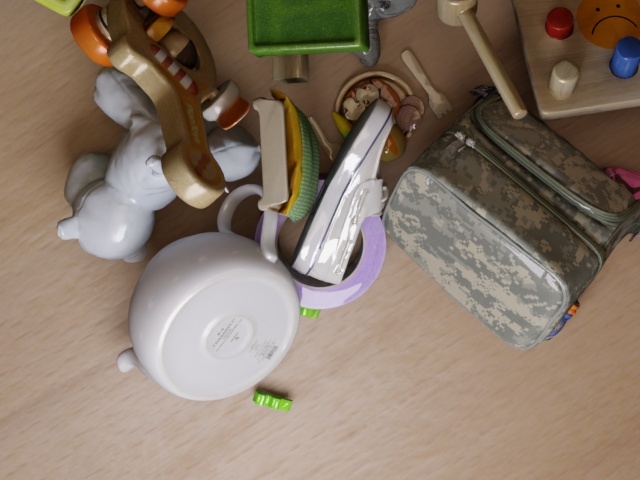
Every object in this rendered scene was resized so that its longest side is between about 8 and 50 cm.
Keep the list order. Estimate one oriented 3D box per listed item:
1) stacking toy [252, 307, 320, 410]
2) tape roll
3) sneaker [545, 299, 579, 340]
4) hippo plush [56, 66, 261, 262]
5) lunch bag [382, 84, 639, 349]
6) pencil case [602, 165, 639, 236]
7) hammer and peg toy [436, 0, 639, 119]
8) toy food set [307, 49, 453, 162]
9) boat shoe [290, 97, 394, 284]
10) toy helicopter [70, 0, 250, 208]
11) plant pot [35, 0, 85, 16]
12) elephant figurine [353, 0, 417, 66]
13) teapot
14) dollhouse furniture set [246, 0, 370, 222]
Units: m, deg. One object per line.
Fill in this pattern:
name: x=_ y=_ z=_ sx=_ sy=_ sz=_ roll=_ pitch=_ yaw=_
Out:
stacking toy: x=-0.125 y=0.141 z=1.944 sx=0.221 sy=0.052 sz=0.167 roll=18 pitch=98 yaw=-7
tape roll: x=0.000 y=0.000 z=1.907 sx=0.189 sy=0.080 sz=0.189 roll=0 pitch=100 yaw=1
sneaker: x=0.267 y=0.086 z=1.938 sx=0.221 sy=0.083 sz=0.087 roll=22 pitch=104 yaw=-2
hippo plush: x=-0.230 y=-0.077 z=1.831 sx=0.234 sy=0.294 sz=0.236 roll=16 pitch=120 yaw=-36
lunch bag: x=0.272 y=-0.048 z=1.822 sx=0.305 sy=0.212 sz=0.256 roll=40 pitch=58 yaw=13
pencil case: x=0.500 y=-0.049 z=1.925 sx=0.209 sy=0.095 sz=0.098 roll=11 pitch=128 yaw=-5
hammer and peg toy: x=0.349 y=-0.285 z=1.826 sx=0.361 sy=0.127 sz=0.265 roll=-10 pitch=70 yaw=-2
toy food set: x=0.085 y=-0.181 z=1.913 sx=0.192 sy=0.038 sz=0.132 roll=-36 pitch=98 yaw=2
boat shoe: x=0.050 y=-0.062 z=1.810 sx=0.088 sy=0.096 sz=0.267 roll=24 pitch=100 yaw=-8
toy helicopter: x=-0.173 y=-0.176 z=1.673 sx=0.140 sy=0.355 sz=0.235 roll=-35 pitch=139 yaw=23
plant pot: x=-0.365 y=-0.447 z=1.774 sx=0.227 sy=0.207 sz=0.228 roll=31 pitch=95 yaw=-7
elephant figurine: x=0.098 y=-0.395 z=1.845 sx=0.169 sy=0.186 sz=0.239 roll=-45 pitch=110 yaw=-30
teapot: x=-0.160 y=0.079 z=1.817 sx=0.256 sy=0.187 sz=0.252 roll=-21 pitch=130 yaw=-18
dollhouse furniture set: x=0.006 y=-0.181 z=1.746 sx=0.151 sy=0.197 sz=0.301 roll=-3 pitch=88 yaw=13
